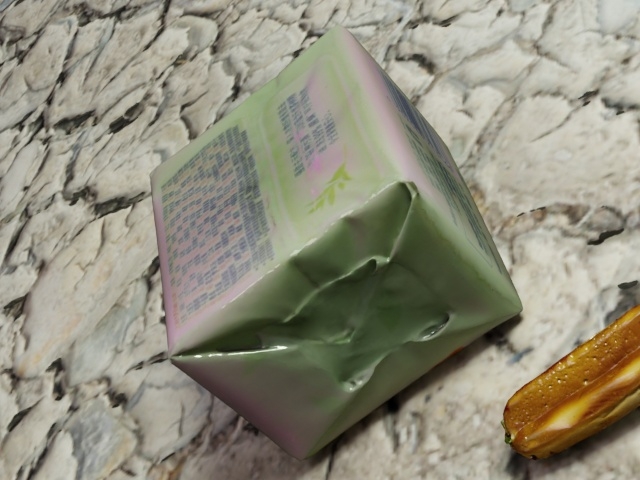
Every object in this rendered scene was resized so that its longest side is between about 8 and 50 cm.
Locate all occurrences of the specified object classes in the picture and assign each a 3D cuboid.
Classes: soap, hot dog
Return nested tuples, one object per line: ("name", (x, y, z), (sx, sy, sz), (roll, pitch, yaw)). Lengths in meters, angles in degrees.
("soap", (0.000, 0.000, 0.823), (0.182, 0.138, 0.199), (-35, 36, 15))
("hot dog", (0.147, 0.077, 0.688), (0.122, 0.037, 0.049), (-38, 47, 22))
